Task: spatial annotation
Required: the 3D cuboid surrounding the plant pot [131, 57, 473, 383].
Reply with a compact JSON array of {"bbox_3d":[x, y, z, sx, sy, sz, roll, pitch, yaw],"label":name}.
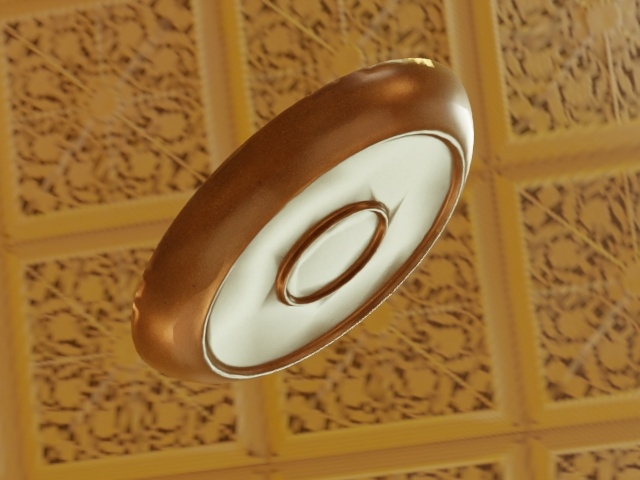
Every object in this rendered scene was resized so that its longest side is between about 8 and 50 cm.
[{"bbox_3d":[0.000,0.000,1.106,0.236,0.236,0.032,-44,-116,4],"label":"plant pot"}]
